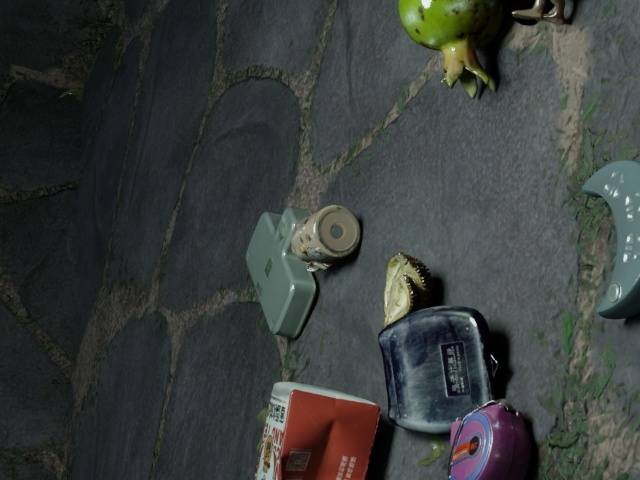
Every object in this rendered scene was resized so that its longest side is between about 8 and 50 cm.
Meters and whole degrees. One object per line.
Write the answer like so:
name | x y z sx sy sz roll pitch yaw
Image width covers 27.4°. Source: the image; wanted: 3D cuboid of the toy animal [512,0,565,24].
toy animal | 0.321 -0.379 1.742 0.188 0.089 0.179 13 97 48

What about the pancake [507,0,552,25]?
pancake | 0.305 -0.364 1.855 0.116 0.022 0.129 -99 28 -43

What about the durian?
durian | 0.131 0.085 1.922 0.110 0.071 0.140 -103 26 -58

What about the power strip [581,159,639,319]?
power strip | 0.359 -0.001 1.500 0.137 0.044 0.216 -46 37 48

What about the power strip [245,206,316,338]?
power strip | -0.061 0.032 2.390 0.265 0.059 0.194 -113 39 -54

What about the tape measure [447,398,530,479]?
tape measure | 0.211 0.264 1.643 0.118 0.074 0.125 -41 36 55

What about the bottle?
bottle | 0.001 -0.001 2.242 0.152 0.098 0.099 154 126 -63

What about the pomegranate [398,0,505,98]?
pomegranate | 0.204 -0.317 1.906 0.156 0.156 0.220 -50 52 44

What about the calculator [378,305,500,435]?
calculator | 0.162 0.180 1.801 0.268 0.040 0.177 -18 78 55

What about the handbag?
handbag | -0.023 0.369 1.970 0.171 0.151 0.298 168 115 -77
